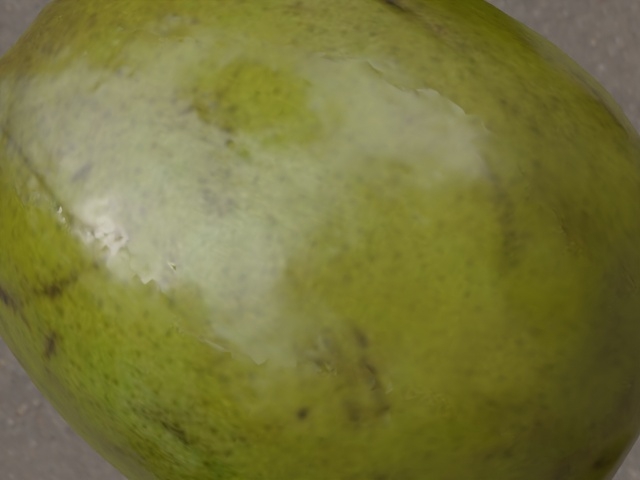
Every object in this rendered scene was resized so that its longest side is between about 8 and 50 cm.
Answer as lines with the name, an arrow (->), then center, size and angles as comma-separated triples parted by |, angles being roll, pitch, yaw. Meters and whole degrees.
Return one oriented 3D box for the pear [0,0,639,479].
pear -> 0.000, 0.000, 0.687 | 0.307, 0.253, 0.253 | 34, 74, 2
